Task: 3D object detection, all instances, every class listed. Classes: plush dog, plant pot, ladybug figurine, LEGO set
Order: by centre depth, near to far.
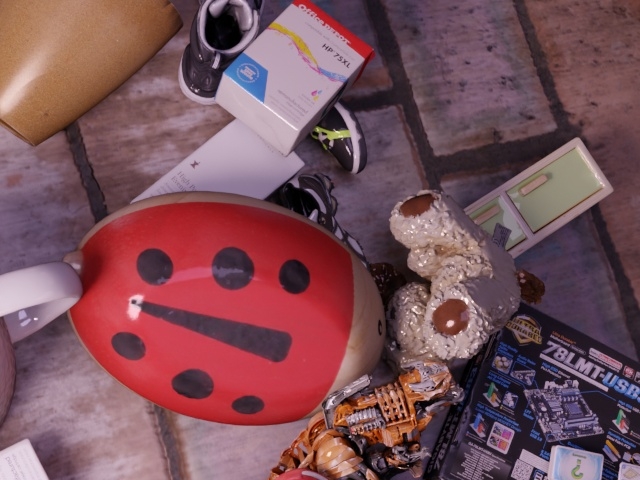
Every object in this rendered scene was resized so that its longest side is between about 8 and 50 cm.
[{"bbox_3d":[-0.113,0.100,1.505,0.449,0.162,0.305,14,100,-19],"label":"ladybug figurine"},{"bbox_3d":[-0.354,-0.261,1.565,0.237,0.237,0.254,37,82,-5],"label":"plant pot"},{"bbox_3d":[0.165,0.095,1.621,0.210,0.225,0.262,19,42,-38],"label":"plush dog"},{"bbox_3d":[0.425,0.396,1.624,0.244,0.060,0.182,15,76,-14],"label":"LEGO set"}]

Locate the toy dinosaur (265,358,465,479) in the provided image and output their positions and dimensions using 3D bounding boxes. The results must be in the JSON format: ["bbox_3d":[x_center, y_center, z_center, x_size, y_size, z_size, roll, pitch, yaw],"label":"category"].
[{"bbox_3d":[0.045,0.272,1.525,0.218,0.322,0.164,52,30,-34],"label":"toy dinosaur"}]

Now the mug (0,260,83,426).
[{"bbox_3d":[-0.449,0.116,1.338,0.374,0.328,0.276,-23,82,-15],"label":"mug"}]

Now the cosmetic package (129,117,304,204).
[{"bbox_3d":[-0.146,-0.070,1.635,0.231,0.085,0.117,-43,91,-21],"label":"cosmetic package"}]

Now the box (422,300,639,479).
[{"bbox_3d":[0.334,0.273,1.694,0.295,0.073,0.293,27,68,-8],"label":"box"}]

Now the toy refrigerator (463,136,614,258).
[{"bbox_3d":[0.301,-0.043,1.759,0.269,0.094,0.102,-31,86,-22],"label":"toy refrigerator"}]

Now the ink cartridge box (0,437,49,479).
[{"bbox_3d":[-0.419,0.355,1.431,0.203,0.086,0.148,-27,84,-22],"label":"ink cartridge box"}]

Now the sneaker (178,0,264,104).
[{"bbox_3d":[-0.124,-0.334,1.676,0.101,0.153,0.269,18,71,-12],"label":"sneaker"}]

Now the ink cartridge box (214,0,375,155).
[{"bbox_3d":[-0.024,-0.246,1.642,0.134,0.078,0.231,37,62,3],"label":"ink cartridge box"}]

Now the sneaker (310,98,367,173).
[{"bbox_3d":[-0.021,-0.184,1.712,0.097,0.084,0.235,-27,76,-18],"label":"sneaker"}]

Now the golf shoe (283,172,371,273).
[{"bbox_3d":[0.000,0.000,1.647,0.094,0.077,0.198,-5,66,-61],"label":"golf shoe"}]

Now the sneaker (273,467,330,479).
[{"bbox_3d":[0.016,0.385,1.430,0.087,0.128,0.221,-31,116,7],"label":"sneaker"}]
